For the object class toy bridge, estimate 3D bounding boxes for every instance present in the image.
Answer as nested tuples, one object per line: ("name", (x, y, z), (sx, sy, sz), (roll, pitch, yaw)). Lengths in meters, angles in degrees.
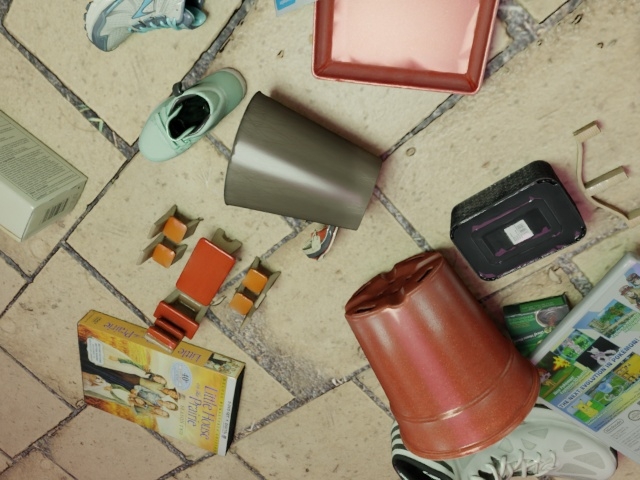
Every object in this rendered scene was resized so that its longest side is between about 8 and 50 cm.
("toy bridge", (0.440, -0.090, 0.754), (0.063, 0.026, 0.188), (-30, 106, 31))

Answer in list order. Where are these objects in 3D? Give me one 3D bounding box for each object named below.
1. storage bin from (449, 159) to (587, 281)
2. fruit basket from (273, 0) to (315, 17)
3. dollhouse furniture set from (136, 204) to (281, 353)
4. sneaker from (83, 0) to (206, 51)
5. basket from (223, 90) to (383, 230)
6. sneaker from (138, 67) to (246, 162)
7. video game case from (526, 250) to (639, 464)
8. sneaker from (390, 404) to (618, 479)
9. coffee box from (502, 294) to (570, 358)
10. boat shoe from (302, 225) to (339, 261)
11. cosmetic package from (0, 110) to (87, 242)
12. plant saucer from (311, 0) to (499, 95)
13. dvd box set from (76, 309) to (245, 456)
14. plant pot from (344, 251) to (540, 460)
("storage bin", (0.314, -0.030, 0.792), (0.180, 0.084, 0.122), (-32, 105, 29))
("fruit basket", (-0.025, -0.462, 0.534), (0.327, 0.165, 0.353), (21, 122, 56))
("dollhouse furniture set", (-0.259, 0.102, 1.004), (0.262, 0.135, 0.259), (33, 122, -3))
("sneaker", (-0.254, -0.371, 0.761), (0.283, 0.110, 0.122), (-29, 110, 28))
("basket", (-0.024, -0.112, 0.813), (0.227, 0.154, 0.204), (21, 120, 1))
("sneaker", (-0.254, -0.197, 0.829), (0.256, 0.151, 0.094), (-28, 109, 29))
("video game case", (0.539, 0.217, 0.805), (0.300, 0.036, 0.329), (32, 126, 10))
("sneaker", (0.350, 0.452, 0.944), (0.448, 0.257, 0.169), (9, 120, 12))
("coffee box", (0.423, 0.194, 0.907), (0.113, 0.040, 0.184), (-16, 112, 24))
("boat shoe", (0.000, 0.000, 0.900), (0.043, 0.049, 0.137), (29, 153, -3))
("cosmetic package", (-0.655, -0.158, 0.967), (0.309, 0.160, 0.113), (39, 122, -5))
("plant saucer", (0.121, -0.354, 0.692), (0.259, 0.047, 0.259), (10, 121, 11))
("dvd box set", (-0.411, 0.371, 1.242), (0.421, 0.062, 0.307), (18, 122, 7))
("plant pot", (0.191, 0.181, 0.855), (0.272, 0.272, 0.265), (-29, 99, 28))
